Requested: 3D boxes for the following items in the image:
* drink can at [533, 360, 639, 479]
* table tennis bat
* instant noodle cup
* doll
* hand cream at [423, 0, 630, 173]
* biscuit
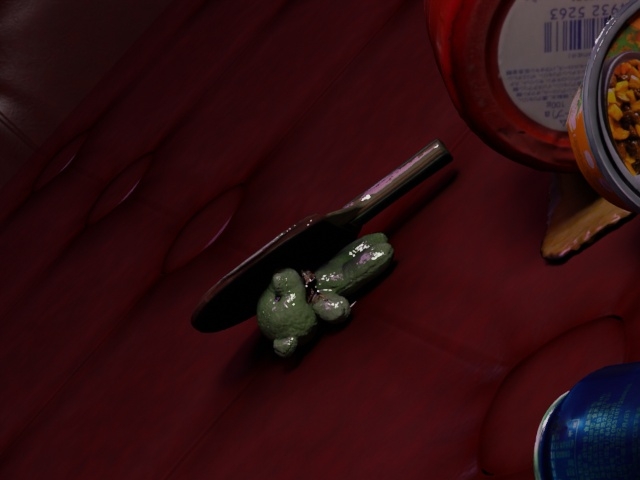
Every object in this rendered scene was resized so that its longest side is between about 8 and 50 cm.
[{"bbox_3d":[0.216,0.118,0.992,0.205,0.118,0.118,-14,37,56],"label":"drink can"},{"bbox_3d":[0.000,0.000,1.734,0.301,0.022,0.173,-37,-15,9],"label":"table tennis bat"},{"bbox_3d":[0.255,-0.087,1.285,0.125,0.178,0.208,151,124,-78],"label":"instant noodle cup"},{"bbox_3d":[0.000,0.039,1.705,0.150,0.077,0.115,-34,26,3],"label":"doll"},{"bbox_3d":[0.197,-0.176,1.435,0.230,0.230,0.149,-42,20,12],"label":"hand cream"},{"bbox_3d":[0.278,-0.101,1.471,0.237,0.013,0.232,-36,21,30],"label":"biscuit"}]
